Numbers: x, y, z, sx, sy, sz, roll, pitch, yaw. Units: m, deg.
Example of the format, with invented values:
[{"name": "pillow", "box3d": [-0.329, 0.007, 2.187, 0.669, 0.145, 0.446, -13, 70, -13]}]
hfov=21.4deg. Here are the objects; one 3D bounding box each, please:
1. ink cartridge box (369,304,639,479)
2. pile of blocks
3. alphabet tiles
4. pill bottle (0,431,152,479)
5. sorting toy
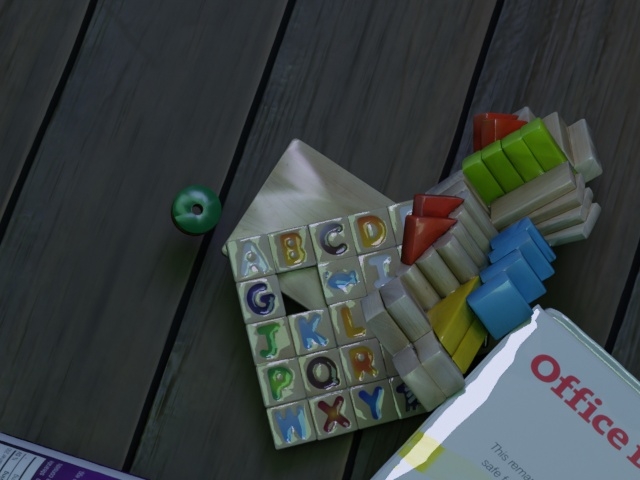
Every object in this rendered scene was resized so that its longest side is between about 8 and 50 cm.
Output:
[{"name": "ink cartridge box", "box3d": [0.154, 0.292, 1.441, 0.279, 0.160, 0.385, 43, 74, 10]}, {"name": "pile of blocks", "box3d": [0.145, -0.019, 1.493, 0.112, 0.149, 0.362, 52, 45, -23]}, {"name": "alphabet tiles", "box3d": [0.048, 0.071, 1.583, 0.237, 0.009, 0.198, -13, 85, -11]}, {"name": "pill bottle", "box3d": [-0.238, 0.276, 1.480, 0.323, 0.181, 0.181, 16, 74, 9]}, {"name": "sorting toy", "box3d": [0.000, 0.000, 1.613, 0.274, 0.046, 0.132, 33, 78, -4]}]
